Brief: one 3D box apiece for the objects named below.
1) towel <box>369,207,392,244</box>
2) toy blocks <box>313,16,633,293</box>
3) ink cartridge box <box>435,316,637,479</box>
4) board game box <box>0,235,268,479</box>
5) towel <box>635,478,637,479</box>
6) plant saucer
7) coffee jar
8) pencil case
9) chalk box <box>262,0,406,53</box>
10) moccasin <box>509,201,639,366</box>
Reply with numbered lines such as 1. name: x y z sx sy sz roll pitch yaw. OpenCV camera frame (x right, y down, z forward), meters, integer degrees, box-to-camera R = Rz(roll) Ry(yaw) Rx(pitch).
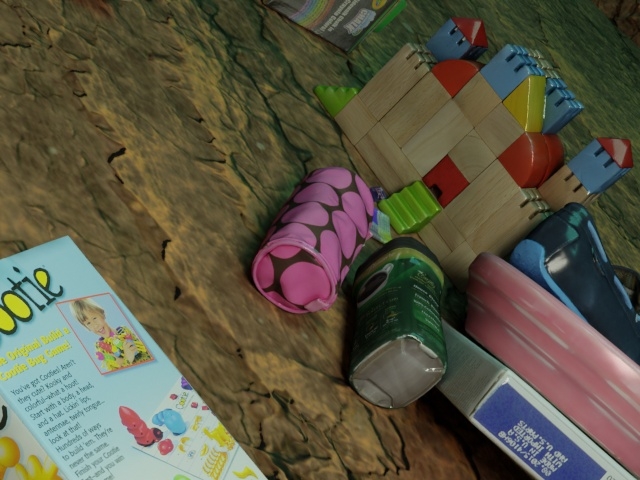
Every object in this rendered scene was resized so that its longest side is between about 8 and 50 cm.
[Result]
1. towel: 0.053 -0.028 1.434 0.083 0.009 0.060 33 29 -23
2. toy blocks: 0.202 -0.129 1.505 0.381 0.261 0.190 55 29 18
3. ink cartridge box: 0.242 0.218 1.249 0.324 0.071 0.330 41 -1 -10
4. board game box: -0.152 0.157 0.756 0.275 0.142 0.144 50 28 7
5. towel: 0.401 0.329 1.430 0.113 0.023 0.152 35 27 -25
6. plant saucer: 0.274 0.147 1.298 0.332 0.084 0.332 40 1 -1
7. coffee jar: 0.079 0.078 1.233 0.079 0.096 0.184 38 29 -20
8. pencil case: 0.000 0.000 1.243 0.098 0.095 0.209 61 26 -16
9. chalk box: 0.026 -0.370 1.726 0.213 0.132 0.132 24 34 -37
10. moccasin: 0.354 0.083 1.467 0.137 0.117 0.342 33 -10 43
